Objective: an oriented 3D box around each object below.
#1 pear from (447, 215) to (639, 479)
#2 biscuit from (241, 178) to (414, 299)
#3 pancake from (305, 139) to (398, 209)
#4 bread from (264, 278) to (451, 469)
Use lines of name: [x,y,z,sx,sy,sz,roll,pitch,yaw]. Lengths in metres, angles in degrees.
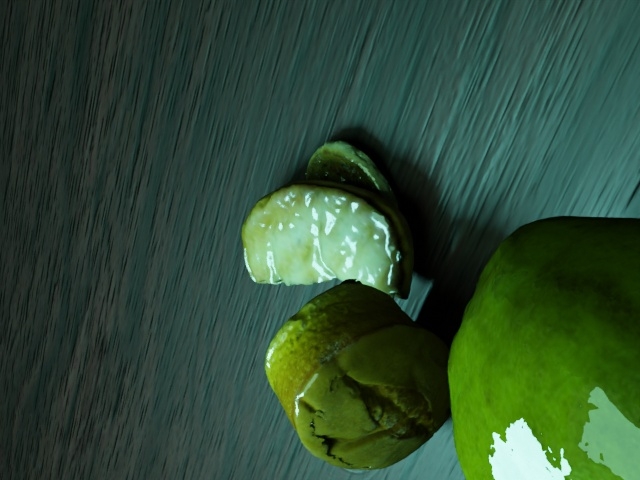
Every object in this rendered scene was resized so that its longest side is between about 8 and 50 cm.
pear: [0.293,0.162,0.967,0.413,0.352,0.352,53,136,27]
biscuit: [-0.002,-0.004,1.388,0.299,0.045,0.154,4,117,45]
pancake: [0.033,-0.050,1.379,0.158,0.028,0.158,27,130,37]
bread: [0.053,0.165,1.286,0.195,0.270,0.142,-43,54,0]
